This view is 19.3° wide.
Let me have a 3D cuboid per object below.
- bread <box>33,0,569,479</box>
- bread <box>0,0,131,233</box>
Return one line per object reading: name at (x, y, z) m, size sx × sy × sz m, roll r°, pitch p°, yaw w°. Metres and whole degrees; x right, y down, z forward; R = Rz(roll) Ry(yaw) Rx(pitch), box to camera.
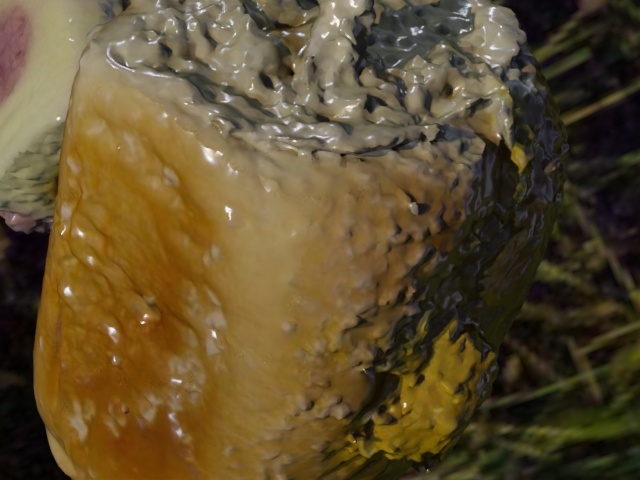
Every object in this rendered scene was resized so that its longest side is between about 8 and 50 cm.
bread at (0.000, 0.000, 0.750) m, size 0.176 × 0.246 × 0.195 m, roll 26°, pitch 37°, yaw 17°
bread at (-0.124, -0.161, 1.107) m, size 0.187 × 0.155 × 0.338 m, roll 8°, pitch 53°, yaw -32°
